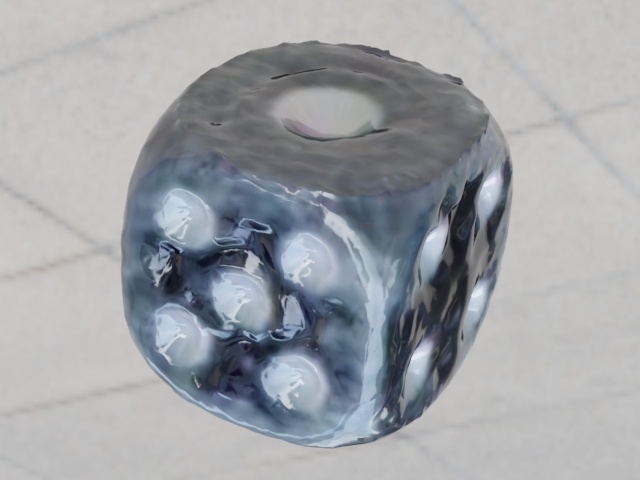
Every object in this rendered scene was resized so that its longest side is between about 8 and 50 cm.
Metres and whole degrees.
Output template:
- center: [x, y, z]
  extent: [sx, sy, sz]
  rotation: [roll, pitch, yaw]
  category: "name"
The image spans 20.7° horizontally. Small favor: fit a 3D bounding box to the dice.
- center: [0.000, 0.000, 1.028]
  extent: [0.181, 0.182, 0.183]
  rotation: [20, 124, 24]
  category: "dice"
